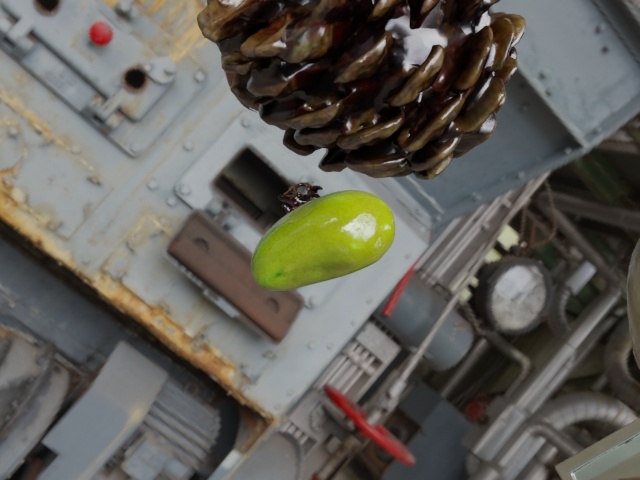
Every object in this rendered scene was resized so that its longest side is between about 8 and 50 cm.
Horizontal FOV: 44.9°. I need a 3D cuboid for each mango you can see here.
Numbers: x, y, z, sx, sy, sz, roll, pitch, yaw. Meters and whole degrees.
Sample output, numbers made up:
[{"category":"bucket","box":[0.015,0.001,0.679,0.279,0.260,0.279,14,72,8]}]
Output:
[{"category":"mango","box":[0.004,-0.004,1.417,0.185,0.273,0.149,-72,140,-70]}]

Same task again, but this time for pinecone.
[{"category":"pinecone","box":[0.025,-0.130,0.505,0.205,0.179,0.184,18,-22,-26]}]

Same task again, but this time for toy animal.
[{"category":"toy animal","box":[-0.007,-0.056,1.696,0.243,0.087,0.260,37,-5,-24]}]

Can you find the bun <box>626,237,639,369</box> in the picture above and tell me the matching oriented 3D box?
[{"category":"bun","box":[0.267,0.049,0.428,0.193,0.178,0.128,-53,132,-57]}]

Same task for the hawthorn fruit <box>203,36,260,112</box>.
[{"category":"hawthorn fruit","box":[-0.102,-0.328,1.422,0.235,0.181,0.181,20,0,-11]}]

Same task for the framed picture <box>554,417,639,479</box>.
[{"category":"framed picture","box":[0.402,0.253,0.789,0.018,0.265,0.192,25,32,-55]}]
